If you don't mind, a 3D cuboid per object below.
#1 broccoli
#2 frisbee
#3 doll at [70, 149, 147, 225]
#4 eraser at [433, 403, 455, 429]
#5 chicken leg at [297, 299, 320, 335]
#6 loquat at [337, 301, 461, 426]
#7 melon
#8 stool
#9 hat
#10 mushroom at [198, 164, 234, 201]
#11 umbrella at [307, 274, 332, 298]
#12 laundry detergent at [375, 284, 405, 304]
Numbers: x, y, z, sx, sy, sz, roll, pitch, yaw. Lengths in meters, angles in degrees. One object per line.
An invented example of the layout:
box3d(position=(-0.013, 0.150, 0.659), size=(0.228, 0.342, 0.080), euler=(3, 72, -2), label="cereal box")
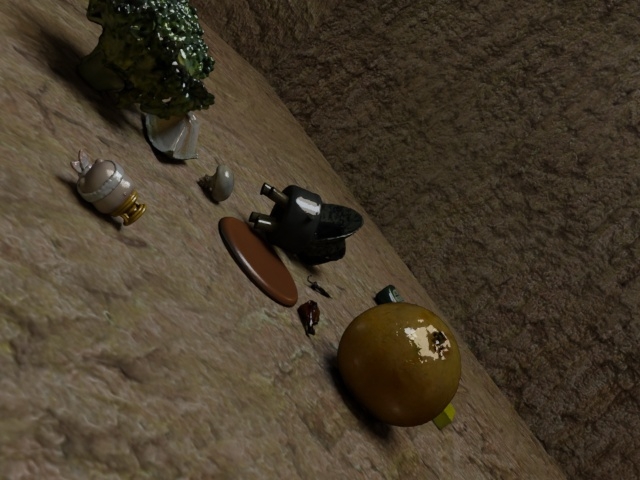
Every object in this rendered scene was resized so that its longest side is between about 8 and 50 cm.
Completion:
box3d(position=(-0.342, -0.407, 1.307), size=(0.324, 0.272, 0.334), euler=(20, 30, -22), label="broccoli")
box3d(position=(-0.132, 0.043, 1.415), size=(0.251, 0.021, 0.251), euler=(49, 10, -11), label="frisbee")
box3d(position=(-0.324, -0.081, 0.960), size=(0.127, 0.073, 0.084), euler=(50, -23, -25), label="doll")
box3d(position=(0.325, 0.462, 1.778), size=(0.097, 0.045, 0.122), euler=(52, 12, 10), label="eraser")
box3d(position=(-0.023, 0.167, 1.417), size=(0.062, 0.037, 0.145), euler=(63, 9, -4), label="chicken leg")
box3d(position=(0.163, 0.259, 1.345), size=(0.263, 0.263, 0.263), euler=(48, 11, -13), label="loquat")
box3d(position=(-0.312, -0.230, 1.422), size=(0.139, 0.093, 0.202), euler=(50, 13, -45), label="melon")
box3d(position=(-0.095, -0.048, 1.541), size=(0.139, 0.228, 0.153), euler=(22, 53, -20), label="stool")
box3d(position=(0.000, 0.000, 1.750), size=(0.265, 0.266, 0.128), euler=(-100, -178, -68), label="hat")
box3d(position=(-0.237, -0.133, 1.456), size=(0.079, 0.085, 0.085), euler=(13, 18, -6), label="mushroom")
box3d(position=(-0.002, 0.127, 1.658), size=(0.022, 0.022, 0.149), euler=(14, -22, 34), label="umbrella")
box3d(position=(0.283, 0.257, 2.194), size=(0.221, 0.078, 0.144), euler=(52, 7, 11), label="laundry detergent")
